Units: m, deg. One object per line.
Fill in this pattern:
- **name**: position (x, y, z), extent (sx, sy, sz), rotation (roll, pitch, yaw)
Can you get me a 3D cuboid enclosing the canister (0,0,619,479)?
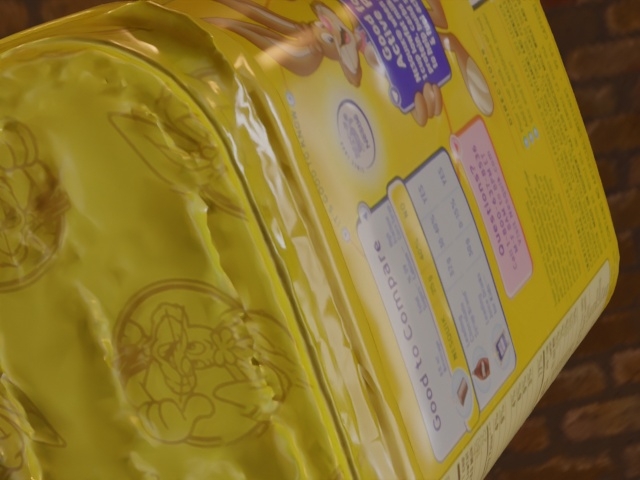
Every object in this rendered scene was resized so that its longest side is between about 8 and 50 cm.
- **canister**: position (0.000, 0.000, 0.402), extent (0.073, 0.170, 0.126), rotation (-15, -78, 27)
